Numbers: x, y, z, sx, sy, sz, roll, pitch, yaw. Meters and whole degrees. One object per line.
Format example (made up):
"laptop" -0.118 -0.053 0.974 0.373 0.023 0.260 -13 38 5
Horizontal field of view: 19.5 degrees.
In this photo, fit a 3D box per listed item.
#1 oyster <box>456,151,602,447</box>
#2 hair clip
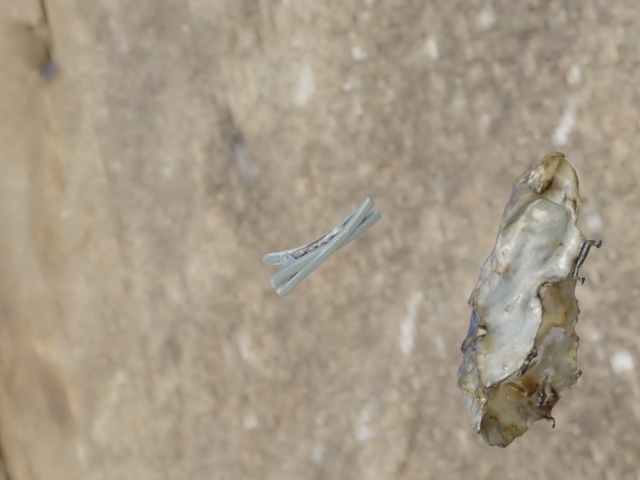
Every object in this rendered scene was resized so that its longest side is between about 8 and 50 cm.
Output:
"oyster" 0.234 0.068 2.094 0.133 0.198 0.337 19 110 17
"hair clip" 0.000 -0.001 1.630 0.039 0.115 0.030 55 178 32
